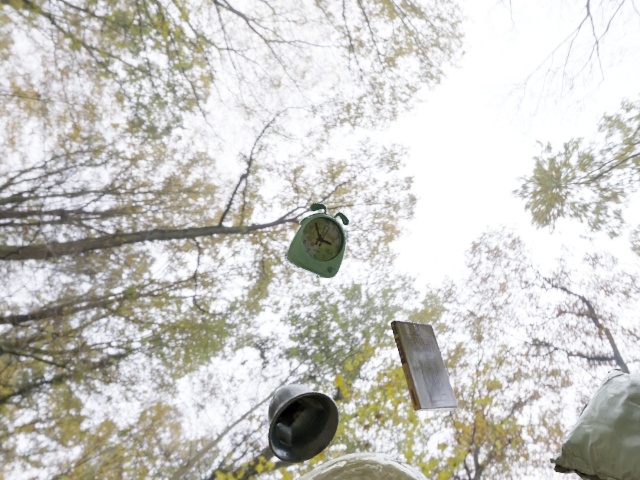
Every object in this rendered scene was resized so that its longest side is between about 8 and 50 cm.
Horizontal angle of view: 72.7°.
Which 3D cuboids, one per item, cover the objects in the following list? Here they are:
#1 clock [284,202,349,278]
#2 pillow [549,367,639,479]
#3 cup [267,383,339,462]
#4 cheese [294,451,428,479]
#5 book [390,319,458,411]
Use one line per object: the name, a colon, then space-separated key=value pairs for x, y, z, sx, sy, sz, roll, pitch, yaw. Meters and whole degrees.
clock: x=0.000 y=0.000 z=1.156 sx=0.148 sy=0.060 sz=0.189 roll=26 pitch=-102 yaw=-13
pillow: x=0.649 y=0.397 z=0.851 sx=0.138 sy=0.310 sz=0.283 roll=59 pitch=-22 yaw=-16
cup: x=-0.070 y=0.464 z=1.175 sx=0.150 sy=0.199 sz=0.199 roll=26 pitch=-67 yaw=61
cheese: x=0.078 y=0.443 z=0.641 sx=0.266 sy=0.233 sz=0.127 roll=-137 pitch=-130 yaw=-56
book: x=0.271 y=0.325 z=1.140 sx=0.026 sy=0.161 sz=0.231 roll=-40 pitch=-131 yaw=38
